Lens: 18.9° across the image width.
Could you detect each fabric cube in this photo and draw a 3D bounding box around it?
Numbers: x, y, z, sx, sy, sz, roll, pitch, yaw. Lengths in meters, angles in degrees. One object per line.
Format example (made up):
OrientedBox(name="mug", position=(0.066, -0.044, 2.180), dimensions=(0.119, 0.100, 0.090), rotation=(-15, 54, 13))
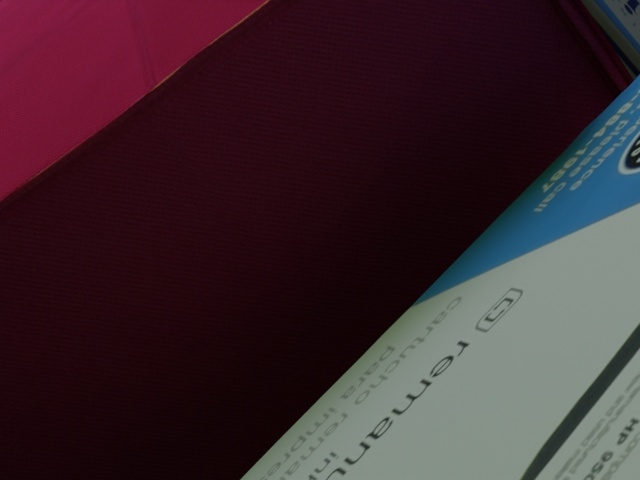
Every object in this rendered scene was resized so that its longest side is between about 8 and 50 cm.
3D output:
OrientedBox(name="fabric cube", position=(0.000, 0.000, 0.737), dimensions=(0.259, 0.254, 0.258), rotation=(-35, 21, 5))

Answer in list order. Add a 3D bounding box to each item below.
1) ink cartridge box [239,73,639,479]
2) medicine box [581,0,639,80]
OrientedBox(name="ink cartridge box", position=(0.131, 0.087, 0.391), dimensions=(0.285, 0.166, 0.395), rotation=(-45, 14, -8))
OrientedBox(name="medicine box", position=(0.019, -0.092, 1.032), dimensions=(0.289, 0.263, 0.149), rotation=(-37, 16, 23))
